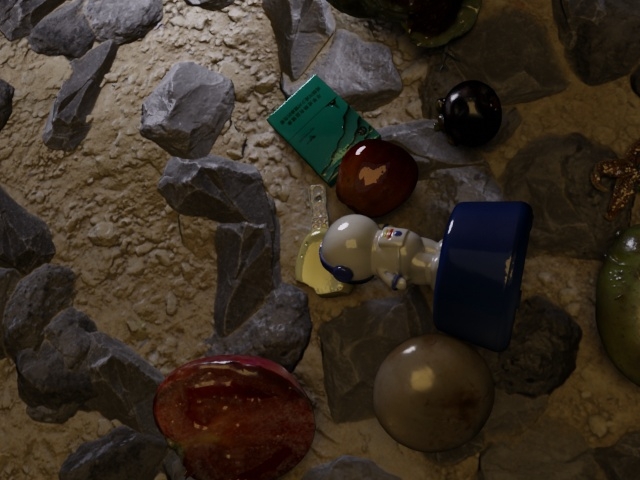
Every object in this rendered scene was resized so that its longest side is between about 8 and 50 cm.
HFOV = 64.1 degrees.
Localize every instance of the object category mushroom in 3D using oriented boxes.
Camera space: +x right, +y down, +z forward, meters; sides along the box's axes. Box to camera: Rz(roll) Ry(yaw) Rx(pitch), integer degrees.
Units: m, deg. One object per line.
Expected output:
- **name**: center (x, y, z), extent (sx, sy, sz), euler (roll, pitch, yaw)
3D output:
- **mushroom**: center (0.206, 0.276, 0.949), extent (0.226, 0.178, 0.226), euler (0, 107, 0)

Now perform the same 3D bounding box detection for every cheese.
- **cheese**: center (0.000, 0.000, 1.113), extent (0.127, 0.050, 0.255), euler (-9, 75, 10)

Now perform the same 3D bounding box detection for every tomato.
- **tomato**: center (-0.164, 0.322, 1.016), extent (0.309, 0.170, 0.309), euler (-2, 108, -6)

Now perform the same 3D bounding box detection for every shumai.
- **shumai**: center (0.190, -0.554, 1.141), extent (0.330, 0.292, 0.288), euler (-28, 108, 11)

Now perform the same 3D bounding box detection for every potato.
- **potato**: center (0.589, 0.114, 0.912), extent (0.176, 0.141, 0.298), euler (5, 85, 27)

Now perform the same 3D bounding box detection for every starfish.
- **starfish**: center (0.628, -0.128, 1.014), extent (0.150, 0.053, 0.210), euler (33, 90, 30)

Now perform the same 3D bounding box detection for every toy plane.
- **toy plane**: center (0.282, -0.426, 1.162), extent (0.078, 0.024, 0.084), euler (14, 80, -3)

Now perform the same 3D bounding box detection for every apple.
- **apple**: center (0.114, -0.125, 1.066), extent (0.156, 0.147, 0.158), euler (34, 76, -15)

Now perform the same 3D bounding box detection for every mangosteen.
- **mangosteen**: center (0.303, -0.262, 1.077), extent (0.151, 0.137, 0.137), euler (-11, 72, 45)

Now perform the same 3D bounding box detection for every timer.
- **timer**: center (0.182, 0.036, 0.968), extent (0.383, 0.270, 0.270), euler (10, 80, 21)

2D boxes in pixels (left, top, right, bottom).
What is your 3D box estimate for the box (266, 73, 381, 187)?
- **box**: center (0.006, -0.254, 1.174), extent (0.161, 0.042, 0.226), euler (-43, 72, 1)
